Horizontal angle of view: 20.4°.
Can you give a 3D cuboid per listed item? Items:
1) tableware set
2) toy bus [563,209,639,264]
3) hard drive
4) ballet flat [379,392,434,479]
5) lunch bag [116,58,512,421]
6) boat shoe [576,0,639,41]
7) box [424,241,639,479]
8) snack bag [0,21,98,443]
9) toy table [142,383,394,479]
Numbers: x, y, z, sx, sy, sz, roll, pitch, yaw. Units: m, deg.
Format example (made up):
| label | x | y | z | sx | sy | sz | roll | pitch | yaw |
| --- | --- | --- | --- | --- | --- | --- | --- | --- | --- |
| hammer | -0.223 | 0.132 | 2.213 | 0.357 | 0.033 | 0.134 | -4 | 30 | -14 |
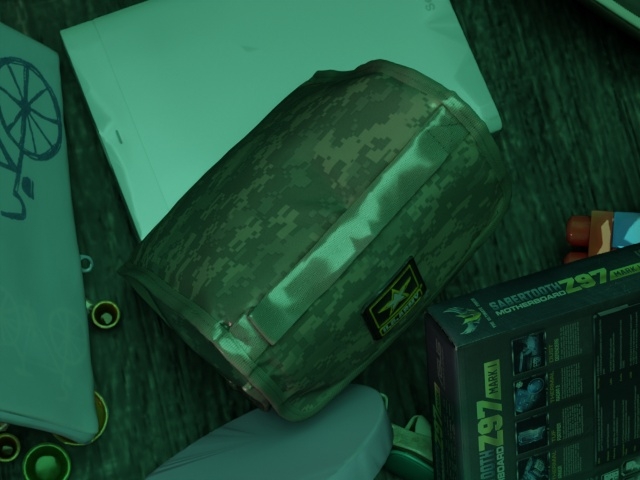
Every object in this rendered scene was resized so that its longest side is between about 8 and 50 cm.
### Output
| label | x | y | z | sx | sy | sz | roll | pitch | yaw |
| --- | --- | --- | --- | --- | --- | --- | --- | --- | --- |
| tableware set | -0.207 | 0.111 | 1.382 | 0.104 | 0.024 | 0.154 | 29 | 75 | 2 |
| toy bus | 0.297 | 0.044 | 1.393 | 0.211 | 0.149 | 0.220 | 0 | 78 | 8 |
| hard drive | -0.032 | -0.126 | 1.450 | 0.307 | 0.040 | 0.203 | -21 | 79 | -9 |
| ballet flat | 0.055 | 0.149 | 1.382 | 0.168 | 0.057 | 0.052 | 25 | 67 | 1 |
| lunch bag | 0.000 | 0.000 | 1.269 | 0.235 | 0.287 | 0.169 | -46 | 100 | -7 |
| boat shoe | 0.179 | -0.279 | 1.463 | 0.335 | 0.112 | 0.095 | 37 | 96 | 7 |
| box | 0.174 | 0.129 | 1.312 | 0.183 | 0.233 | 0.059 | -17 | 34 | -15 |
| snack bag | -0.267 | -0.028 | 1.266 | 0.037 | 0.323 | 0.343 | -17 | 71 | 23 |
| toy table | -0.031 | 0.229 | 1.254 | 0.274 | 0.252 | 0.161 | -32 | 110 | -42 |
